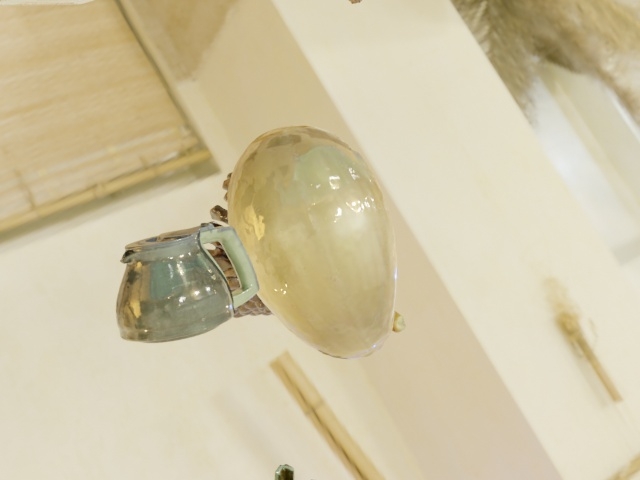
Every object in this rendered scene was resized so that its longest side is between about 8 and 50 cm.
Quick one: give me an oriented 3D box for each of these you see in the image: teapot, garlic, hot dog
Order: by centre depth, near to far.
[{"bbox_3d":[-0.076,0.022,0.542,0.088,0.057,0.066,-16,-169,-35],"label":"teapot"},{"bbox_3d":[0.001,0.006,0.910,0.146,0.244,0.164,-21,-177,5],"label":"garlic"},{"bbox_3d":[0.080,0.111,1.529,0.028,0.044,0.137,-28,-146,-29],"label":"hot dog"}]

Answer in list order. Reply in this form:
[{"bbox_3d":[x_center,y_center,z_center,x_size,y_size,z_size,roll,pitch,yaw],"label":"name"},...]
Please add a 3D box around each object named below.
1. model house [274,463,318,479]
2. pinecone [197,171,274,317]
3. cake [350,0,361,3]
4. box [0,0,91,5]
[{"bbox_3d":[-0.011,0.521,1.582,0.224,0.215,0.198,6,-159,17],"label":"model house"},{"bbox_3d":[-0.090,-0.017,1.999,0.384,0.384,0.384,-30,171,-5],"label":"pinecone"},{"bbox_3d":[0.040,-0.405,1.249,0.112,0.116,0.295,-59,175,-2],"label":"cake"},{"bbox_3d":[-0.232,-0.265,0.759,0.048,0.152,0.100,-7,-171,33],"label":"box"}]
